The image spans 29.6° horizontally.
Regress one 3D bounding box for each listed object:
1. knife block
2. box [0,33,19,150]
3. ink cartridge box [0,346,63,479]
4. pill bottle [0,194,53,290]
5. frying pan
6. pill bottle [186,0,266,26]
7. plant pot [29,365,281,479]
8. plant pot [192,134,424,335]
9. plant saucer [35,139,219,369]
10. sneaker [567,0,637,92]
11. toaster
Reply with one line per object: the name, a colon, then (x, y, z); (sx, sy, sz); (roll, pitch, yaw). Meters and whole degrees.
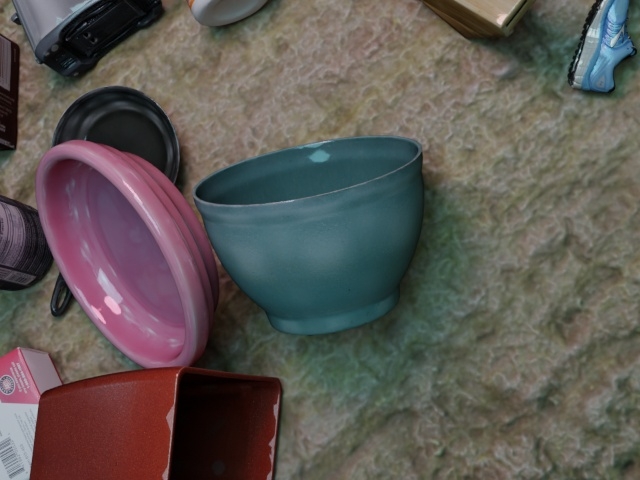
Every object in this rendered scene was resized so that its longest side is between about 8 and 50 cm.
knife block: (0.143, -0.369, 1.563); (0.242, 0.276, 0.088); (37, 92, -14)
box: (-0.563, -0.221, 1.743); (0.203, 0.168, 0.167); (-3, 82, 14)
ink cartridge box: (-0.460, 0.282, 1.677); (0.237, 0.100, 0.172); (-31, 74, 7)
pill bottle: (-0.472, -0.007, 1.648); (0.130, 0.245, 0.131); (-2, 81, 14)
frying pan: (-0.286, -0.055, 1.713); (0.197, 0.053, 0.326); (0, 93, 15)
pill bottle: (-0.161, -0.423, 1.701); (0.121, 0.121, 0.221); (-27, 76, 9)
plant pot: (-0.224, 0.294, 1.548); (0.235, 0.267, 0.267); (2, 82, 25)
plant pot: (0.000, 0.000, 1.537); (0.293, 0.293, 0.196); (-7, 107, 13)
plant saucer: (-0.242, 0.014, 1.572); (0.084, 0.332, 0.332); (-32, 71, -33)
sneaker: (0.382, -0.267, 1.586); (0.073, 0.063, 0.162); (20, 91, -2)
toaster: (-0.335, -0.355, 1.730); (0.227, 0.129, 0.146); (-35, 73, 8)
